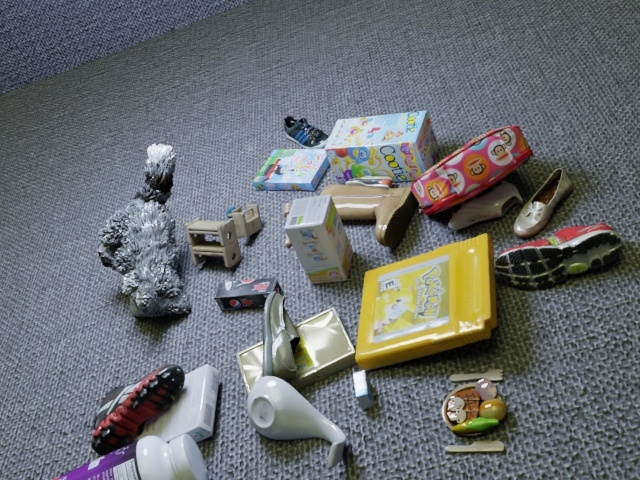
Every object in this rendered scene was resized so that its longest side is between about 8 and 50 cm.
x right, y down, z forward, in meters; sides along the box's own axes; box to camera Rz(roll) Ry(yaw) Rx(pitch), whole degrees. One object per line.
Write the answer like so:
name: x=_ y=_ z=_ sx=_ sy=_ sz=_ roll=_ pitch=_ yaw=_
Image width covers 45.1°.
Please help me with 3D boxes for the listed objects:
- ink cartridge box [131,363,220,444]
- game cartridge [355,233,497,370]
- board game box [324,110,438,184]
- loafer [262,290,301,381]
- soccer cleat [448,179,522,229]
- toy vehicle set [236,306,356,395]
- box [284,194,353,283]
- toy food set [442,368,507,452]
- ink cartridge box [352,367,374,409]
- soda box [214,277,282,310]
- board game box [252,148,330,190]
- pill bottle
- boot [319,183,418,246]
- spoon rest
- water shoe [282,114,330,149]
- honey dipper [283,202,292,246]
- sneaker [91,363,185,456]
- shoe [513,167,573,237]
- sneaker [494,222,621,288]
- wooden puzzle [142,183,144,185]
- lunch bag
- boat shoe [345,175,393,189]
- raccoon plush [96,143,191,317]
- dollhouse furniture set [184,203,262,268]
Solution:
ink cartridge box: x=-0.342 y=0.410 z=1.811 sx=0.224 sy=0.056 sz=0.181 roll=-30 pitch=35 yaw=24
game cartridge: x=0.238 y=0.136 z=1.745 sx=0.323 sy=0.053 sz=0.285 roll=-21 pitch=37 yaw=27
board game box: x=0.176 y=-0.261 z=2.199 sx=0.275 sy=0.142 sz=0.144 roll=-1 pitch=45 yaw=27
loafer: x=-0.090 y=0.229 z=1.790 sx=0.087 sy=0.094 sz=0.251 roll=2 pitch=51 yaw=-5
soccer cleat: x=0.413 y=-0.078 z=1.933 sx=0.196 sy=0.068 sz=0.076 roll=-32 pitch=58 yaw=-3
toy vehicle set: x=-0.057 y=0.274 z=1.807 sx=0.266 sy=0.035 sz=0.166 roll=-25 pitch=39 yaw=0
box: x=0.000 y=0.000 z=1.951 sx=0.103 sy=0.203 sz=0.114 roll=-7 pitch=41 yaw=21
toy food set: x=0.307 y=0.333 z=1.547 sx=0.132 sy=0.038 sz=0.192 roll=-9 pitch=42 yaw=19
ink cartridge box: x=0.093 y=0.317 z=1.670 sx=0.028 sy=0.048 sz=0.083 roll=-17 pitch=40 yaw=10
soda box: x=-0.188 y=0.140 z=2.012 sx=0.168 sy=0.053 sz=0.060 roll=-6 pitch=43 yaw=21
board game box: x=-0.084 y=-0.218 z=2.370 sx=0.211 sy=0.039 sz=0.160 roll=4 pitch=47 yaw=30
pill bottle: x=-0.402 y=0.524 z=1.595 sx=0.322 sy=0.181 sz=0.181 roll=-25 pitch=39 yaw=0
boot: x=0.106 y=-0.069 z=2.073 sx=0.269 sy=0.089 sz=0.236 roll=3 pitch=35 yaw=30
spoon rest: x=-0.051 y=0.386 z=1.634 sx=0.276 sy=0.137 sz=0.084 roll=24 pitch=15 yaw=37
water shoe: x=-0.052 y=-0.346 z=2.463 sx=0.203 sy=0.080 sz=0.073 roll=23 pitch=59 yaw=43
honey dipper: x=-0.092 y=-0.044 z=2.187 sx=0.030 sy=0.030 sz=0.161 roll=-14 pitch=42 yaw=14
sneaker: x=-0.435 y=0.375 z=1.813 sx=0.276 sy=0.097 sz=0.135 roll=-44 pitch=35 yaw=4
shoe: x=0.540 y=-0.093 z=1.886 sx=0.076 sy=0.058 sz=0.219 roll=22 pitch=58 yaw=42
sneaker: x=0.534 y=0.029 z=1.745 sx=0.279 sy=0.107 sz=0.118 roll=-13 pitch=21 yaw=12
wooden puzzle: x=-0.553 y=-0.187 z=2.601 sx=0.116 sy=0.014 sz=0.079 roll=-15 pitch=40 yaw=11
lunch bag: x=0.373 y=-0.175 z=1.965 sx=0.293 sy=0.120 sz=0.258 roll=-29 pitch=-1 yaw=-5
boat shoe: x=0.138 y=-0.162 z=2.181 sx=0.137 sy=0.049 sz=0.043 roll=4 pitch=56 yaw=25
raccoon plush: x=-0.453 y=-0.007 z=2.071 sx=0.216 sy=0.447 sz=0.299 roll=-7 pitch=29 yaw=-33
dollhouse furniture set: x=-0.269 y=-0.015 z=2.198 sx=0.129 sy=0.129 sz=0.183 roll=3 pitch=23 yaw=31
